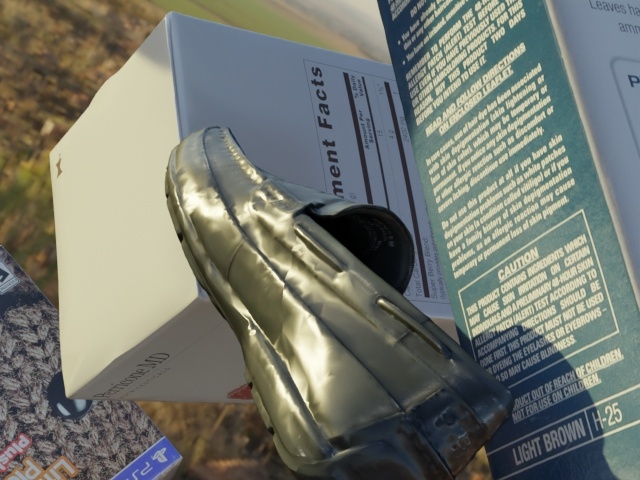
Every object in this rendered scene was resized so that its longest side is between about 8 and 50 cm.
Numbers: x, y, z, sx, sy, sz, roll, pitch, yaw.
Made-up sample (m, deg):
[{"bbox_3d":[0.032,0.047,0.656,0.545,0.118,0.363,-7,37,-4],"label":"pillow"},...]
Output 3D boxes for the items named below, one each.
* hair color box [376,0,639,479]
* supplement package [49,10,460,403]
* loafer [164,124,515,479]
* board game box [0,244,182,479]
[{"bbox_3d":[0.134,-0.059,0.493,0.174,0.105,0.347,2,65,-30],"label":"hair color box"},{"bbox_3d":[0.000,0.000,0.733,0.293,0.177,0.175,7,63,-34],"label":"supplement package"},{"bbox_3d":[-0.001,0.016,0.439,0.076,0.078,0.223,57,-1,-39],"label":"loafer"},{"bbox_3d":[-0.325,0.197,1.147,0.291,0.232,0.141,47,-27,10],"label":"board game box"}]
